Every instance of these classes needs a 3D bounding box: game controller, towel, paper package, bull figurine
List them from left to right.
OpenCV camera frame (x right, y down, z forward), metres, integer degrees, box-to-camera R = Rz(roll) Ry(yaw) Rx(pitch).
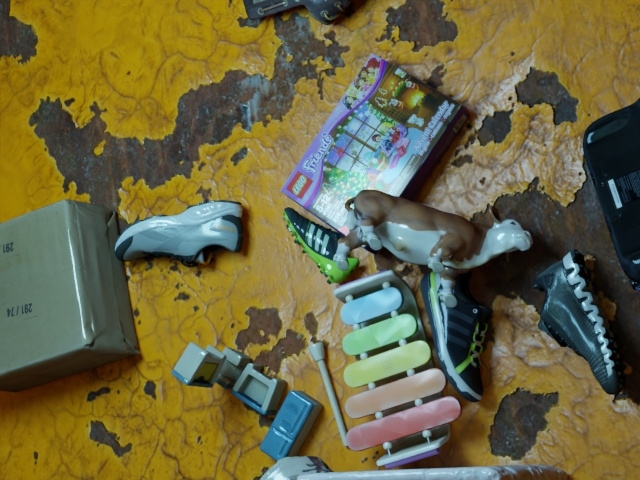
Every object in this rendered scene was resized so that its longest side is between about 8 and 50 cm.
[{"bbox_3d":[-0.538,0.109,2.175,0.325,0.168,0.309,-19,71,23],"label":"paper package"},{"bbox_3d":[0.174,0.003,1.809,0.310,0.188,0.101,14,124,16],"label":"bull figurine"},{"bbox_3d":[0.170,0.362,1.685,0.317,0.332,0.053,-8,78,26],"label":"towel"},{"bbox_3d":[0.497,-0.083,1.704,0.166,0.067,0.319,-30,47,26],"label":"game controller"}]

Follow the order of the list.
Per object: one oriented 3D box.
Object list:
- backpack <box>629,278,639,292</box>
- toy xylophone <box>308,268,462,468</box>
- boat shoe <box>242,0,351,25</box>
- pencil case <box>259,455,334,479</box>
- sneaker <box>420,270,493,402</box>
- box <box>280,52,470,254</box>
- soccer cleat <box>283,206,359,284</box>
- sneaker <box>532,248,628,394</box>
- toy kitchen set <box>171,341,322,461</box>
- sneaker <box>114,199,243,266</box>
[{"bbox_3d":[0.520,0.021,1.711,0.114,0.084,0.105,-21,69,25],"label":"backpack"},{"bbox_3d":[0.096,0.224,1.887,0.236,0.081,0.322,-30,69,19],"label":"toy xylophone"},{"bbox_3d":[0.011,-0.450,2.047,0.342,0.123,0.123,-1,110,21],"label":"boat shoe"},{"bbox_3d":[0.068,0.518,1.788,0.160,0.183,0.410,-35,55,-27],"label":"pencil case"},{"bbox_3d":[0.233,0.140,1.833,0.097,0.084,0.234,-22,72,19],"label":"sneaker"},{"bbox_3d":[0.092,-0.150,1.959,0.201,0.057,0.293,34,92,27],"label":"box"},{"bbox_3d":[0.000,0.000,1.995,0.072,0.060,0.179,-36,62,-8],"label":"soccer cleat"},{"bbox_3d":[0.395,0.137,1.760,0.106,0.078,0.234,-27,66,23],"label":"sneaker"},{"bbox_3d":[-0.137,0.279,1.944,0.207,0.166,0.122,29,94,28],"label":"toy kitchen set"},{"bbox_3d":[-0.263,0.003,2.098,0.272,0.100,0.108,-15,80,23],"label":"sneaker"}]
